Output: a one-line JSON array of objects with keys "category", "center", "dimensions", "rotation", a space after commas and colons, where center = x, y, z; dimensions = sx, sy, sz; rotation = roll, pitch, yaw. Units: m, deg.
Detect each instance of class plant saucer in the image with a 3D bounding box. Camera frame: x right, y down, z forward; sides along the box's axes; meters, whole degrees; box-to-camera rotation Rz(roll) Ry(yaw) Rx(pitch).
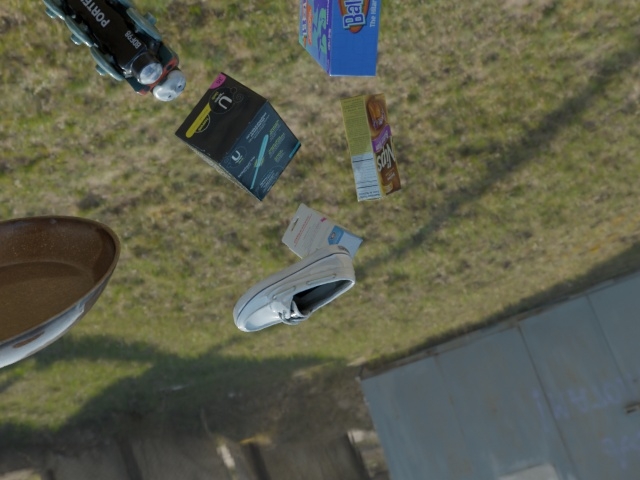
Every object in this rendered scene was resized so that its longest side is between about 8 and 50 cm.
[{"category": "plant saucer", "center": [-0.236, 0.041, 0.491], "dimensions": [0.199, 0.198, 0.036], "rotation": [-13, 117, -9]}]

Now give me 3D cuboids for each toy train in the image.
[{"category": "toy train", "center": [-0.378, -0.395, 1.313], "dimensions": [0.142, 0.334, 0.190], "rotation": [-45, 160, 6]}]

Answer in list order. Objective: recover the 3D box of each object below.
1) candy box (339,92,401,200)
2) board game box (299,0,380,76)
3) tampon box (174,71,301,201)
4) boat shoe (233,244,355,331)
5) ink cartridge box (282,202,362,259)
[{"category": "candy box", "center": [0.095, -0.173, 1.294], "dimensions": [0.053, 0.186, 0.109], "rotation": [-6, -170, 27]}, {"category": "board game box", "center": [0.015, -0.260, 0.689], "dimensions": [0.047, 0.210, 0.160], "rotation": [-2, 113, -9]}, {"category": "tampon box", "center": [-0.123, -0.158, 1.094], "dimensions": [0.120, 0.101, 0.161], "rotation": [-54, 156, -4]}, {"category": "boat shoe", "center": [-0.051, 0.104, 1.253], "dimensions": [0.258, 0.084, 0.095], "rotation": [-36, 136, 22]}, {"category": "ink cartridge box", "center": [0.000, 0.000, 1.529], "dimensions": [0.062, 0.181, 0.104], "rotation": [22, 100, -39]}]
